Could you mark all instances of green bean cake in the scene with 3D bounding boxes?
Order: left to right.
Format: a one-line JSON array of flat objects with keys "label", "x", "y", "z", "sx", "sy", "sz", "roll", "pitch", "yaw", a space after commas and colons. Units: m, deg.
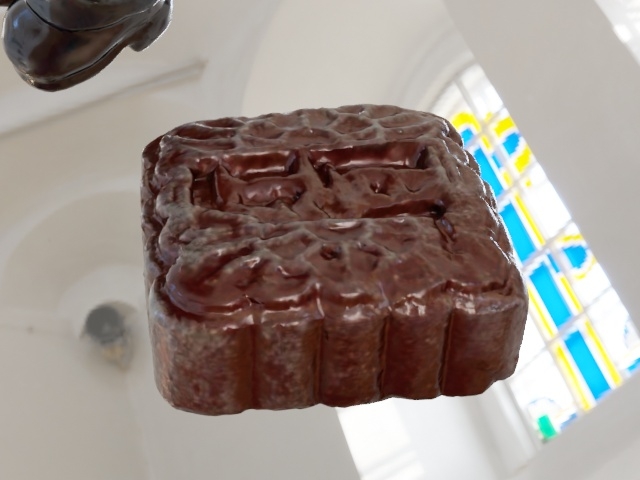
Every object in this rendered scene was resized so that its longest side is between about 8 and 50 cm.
[{"label": "green bean cake", "x": 0.000, "y": 0.000, "z": 0.402, "sx": 0.135, "sy": 0.135, "sz": 0.056, "roll": -6, "pitch": -52, "yaw": -7}]

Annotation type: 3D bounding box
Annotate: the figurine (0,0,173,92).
[{"label": "figurine", "x": -0.114, "y": -0.218, "z": 0.406, "sx": 0.204, "sy": 0.185, "sz": 0.332, "roll": -34, "pitch": -26, "yaw": -1}]
